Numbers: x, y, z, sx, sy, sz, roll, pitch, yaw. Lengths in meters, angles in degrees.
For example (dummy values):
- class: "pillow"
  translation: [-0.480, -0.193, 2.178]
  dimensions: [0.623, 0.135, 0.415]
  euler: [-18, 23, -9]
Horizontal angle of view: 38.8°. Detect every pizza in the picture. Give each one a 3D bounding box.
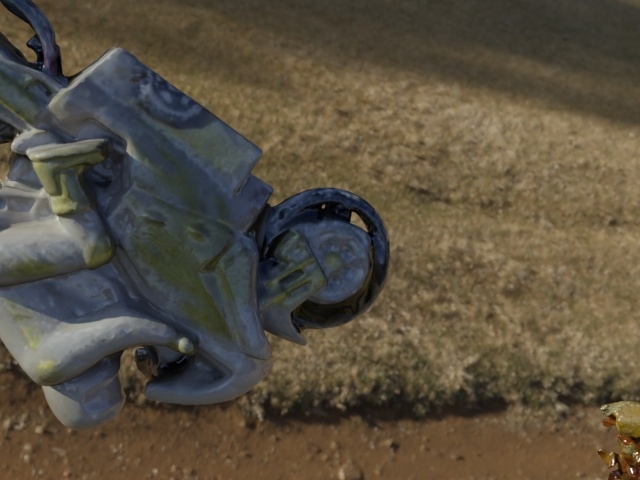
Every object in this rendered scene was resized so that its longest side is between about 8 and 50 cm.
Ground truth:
- class: "pizza"
  translation: [0.374, 0.260, 1.023]
  dimensions: [0.154, 0.194, 0.069]
  euler: [11, 43, 4]

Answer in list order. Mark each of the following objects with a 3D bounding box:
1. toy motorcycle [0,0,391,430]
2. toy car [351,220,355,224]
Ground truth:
- class: "toy motorcycle"
  translation: [-0.129, 0.003, 0.559]
  dimensions: [0.340, 0.223, 0.108]
  euler: [33, 1, -21]
- class: "toy car"
  translation: [0.000, 0.000, 1.357]
  dimensions: [0.069, 0.055, 0.142]
  euler: [2, -6, -23]
